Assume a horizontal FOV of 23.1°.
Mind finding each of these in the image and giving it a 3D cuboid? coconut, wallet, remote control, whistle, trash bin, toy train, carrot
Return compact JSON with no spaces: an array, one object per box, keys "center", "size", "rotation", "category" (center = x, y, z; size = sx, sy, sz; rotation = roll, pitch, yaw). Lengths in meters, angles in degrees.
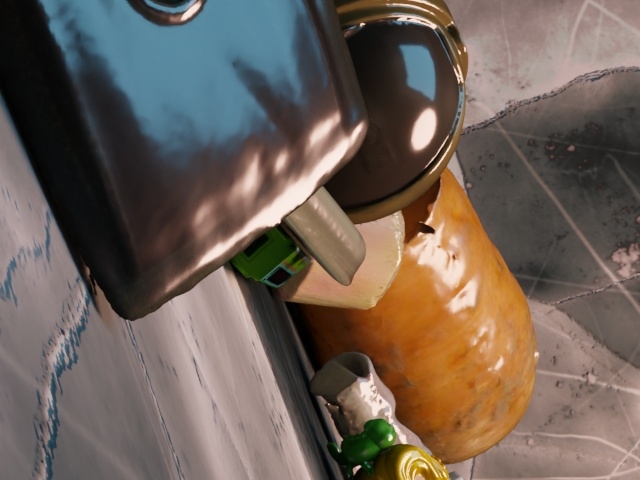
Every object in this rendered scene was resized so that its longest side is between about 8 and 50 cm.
[{"center":[0.000,0.000,1.337],"size":[0.116,0.122,0.116],"rotation":[-167,-90,-71],"category":"coconut"},{"center":[-0.061,-0.110,0.545],"size":[0.168,0.052,0.245],"rotation":[-42,117,-47],"category":"wallet"},{"center":[-0.042,-0.060,0.975],"size":[0.090,0.038,0.309],"rotation":[52,1,32],"category":"remote control"},{"center":[0.091,0.248,1.437],"size":[0.346,0.134,0.142],"rotation":[58,10,-28],"category":"whistle"},{"center":[-0.010,-0.165,1.244],"size":[0.214,0.214,0.333],"rotation":[67,0,-63],"category":"trash bin"},{"center":[-0.039,0.009,1.111],"size":[0.044,0.042,0.209],"rotation":[49,-1,4],"category":"toy train"},{"center":[0.087,0.071,1.568],"size":[0.340,0.224,0.224],"rotation":[58,10,-42],"category":"carrot"}]

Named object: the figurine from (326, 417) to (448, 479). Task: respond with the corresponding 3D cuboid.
[{"center":[0.055,0.222,1.275],"size":[0.156,0.115,0.095],"rotation":[50,41,-13],"category":"figurine"}]
